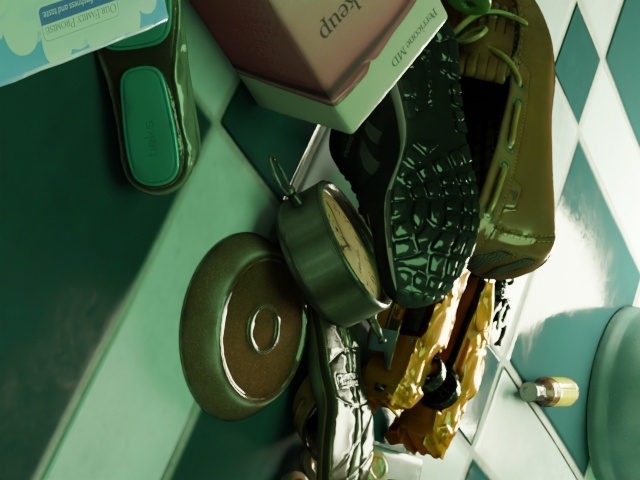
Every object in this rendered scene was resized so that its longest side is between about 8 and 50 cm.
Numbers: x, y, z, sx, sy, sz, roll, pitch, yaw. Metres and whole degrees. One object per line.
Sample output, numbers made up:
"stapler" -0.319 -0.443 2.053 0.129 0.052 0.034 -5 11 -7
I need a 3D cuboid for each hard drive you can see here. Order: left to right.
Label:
"hard drive" 0.061 0.265 1.266 0.135 0.022 0.094 29 70 -54

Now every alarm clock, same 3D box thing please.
"alarm clock" 0.000 0.000 1.084 0.192 0.064 0.129 58 16 -28

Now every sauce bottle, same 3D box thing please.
"sauce bottle" 0.301 0.200 1.600 0.128 0.042 0.042 14 81 -54

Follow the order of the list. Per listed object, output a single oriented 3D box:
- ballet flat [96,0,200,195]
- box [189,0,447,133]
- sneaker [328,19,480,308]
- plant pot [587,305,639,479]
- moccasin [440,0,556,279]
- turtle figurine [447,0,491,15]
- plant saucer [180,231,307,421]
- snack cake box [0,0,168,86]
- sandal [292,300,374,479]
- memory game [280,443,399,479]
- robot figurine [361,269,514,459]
"ballet flat" -0.132 -0.142 0.917 0.068 0.072 0.213 -66 152 -74
"box" -0.020 -0.224 0.977 0.149 0.126 0.232 -52 135 -16
"sneaker" 0.068 -0.071 1.124 0.107 0.124 0.283 12 71 -36
"plant pot" 0.553 0.253 1.841 0.293 0.196 0.293 -8 99 -56
"moccasin" 0.150 -0.147 1.227 0.147 0.139 0.380 26 58 -38
"turtle figurine" 0.143 -0.378 1.179 0.197 0.274 0.266 26 73 -18
"plant saucer" -0.059 0.077 1.066 0.168 0.029 0.169 -10 102 -54
"snack cake box" -0.227 -0.124 0.585 0.152 0.264 0.089 -37 123 -48
"sandal" 0.002 0.153 1.145 0.090 0.060 0.219 8 72 -59
"memory game" 0.025 0.282 1.170 0.186 0.012 0.186 12 71 -39
"robot figurine" 0.128 0.071 1.292 0.211 0.085 0.291 51 53 -46
